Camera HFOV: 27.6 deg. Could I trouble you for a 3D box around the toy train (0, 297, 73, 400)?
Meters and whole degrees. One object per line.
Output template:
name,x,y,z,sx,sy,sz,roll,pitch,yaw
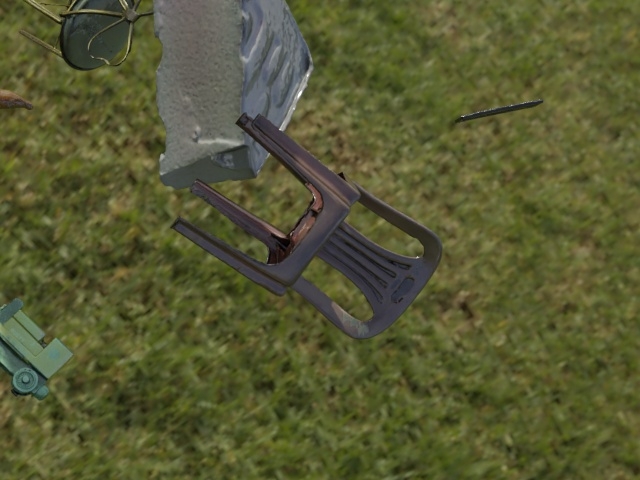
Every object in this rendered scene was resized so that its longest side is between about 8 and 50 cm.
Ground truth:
toy train,-0.341,0.123,1.469,0.122,0.050,0.081,46,66,-1

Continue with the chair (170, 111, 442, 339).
chair,0.000,0.000,1.569,0.326,0.175,0.183,36,8,-11

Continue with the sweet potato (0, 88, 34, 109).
sweet potato,-0.522,-0.229,1.885,0.226,0.068,0.068,14,55,-40

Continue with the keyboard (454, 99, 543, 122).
keyboard,0.315,-0.229,2.297,0.155,0.053,0.010,-12,89,-10

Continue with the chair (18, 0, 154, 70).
chair,-0.339,-0.330,1.952,0.325,0.170,0.160,34,68,30

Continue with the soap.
soap,-0.153,-0.250,1.713,0.258,0.159,0.302,-63,140,-32
